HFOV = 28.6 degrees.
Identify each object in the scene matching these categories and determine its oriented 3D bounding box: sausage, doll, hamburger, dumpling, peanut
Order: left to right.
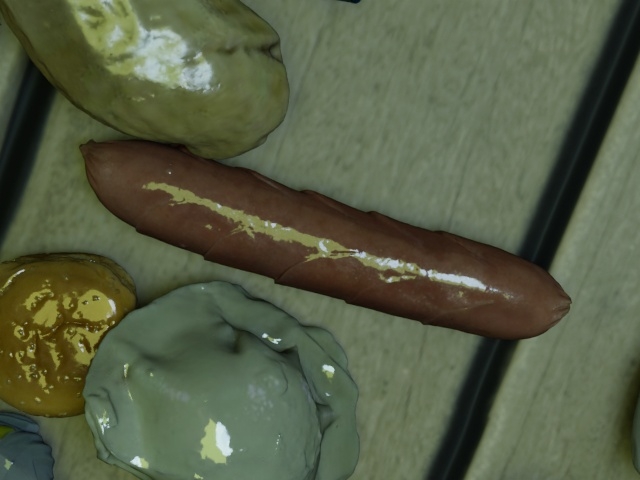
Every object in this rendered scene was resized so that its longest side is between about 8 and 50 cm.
[{"bbox_3d":[-0.295,0.179,1.077,0.180,0.079,0.094,33,63,2],"label":"doll"},{"bbox_3d":[-0.220,0.080,1.059,0.147,0.083,0.138,2,100,3],"label":"hamburger"},{"bbox_3d":[-0.170,-0.203,0.997,0.174,0.158,0.340,-34,101,-27],"label":"peanut"},{"bbox_3d":[-0.074,0.129,1.036,0.258,0.147,0.193,11,75,-29],"label":"dumpling"},{"bbox_3d":[-0.001,0.001,1.051,0.433,0.088,0.088,18,96,-1],"label":"sausage"}]

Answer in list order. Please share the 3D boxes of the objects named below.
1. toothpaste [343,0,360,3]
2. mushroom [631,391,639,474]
[{"bbox_3d":[0.033,-0.332,1.026,0.050,0.065,0.267,10,96,2],"label":"toothpaste"},{"bbox_3d":[0.352,0.093,1.054,0.118,0.103,0.270,31,90,-3],"label":"mushroom"}]
